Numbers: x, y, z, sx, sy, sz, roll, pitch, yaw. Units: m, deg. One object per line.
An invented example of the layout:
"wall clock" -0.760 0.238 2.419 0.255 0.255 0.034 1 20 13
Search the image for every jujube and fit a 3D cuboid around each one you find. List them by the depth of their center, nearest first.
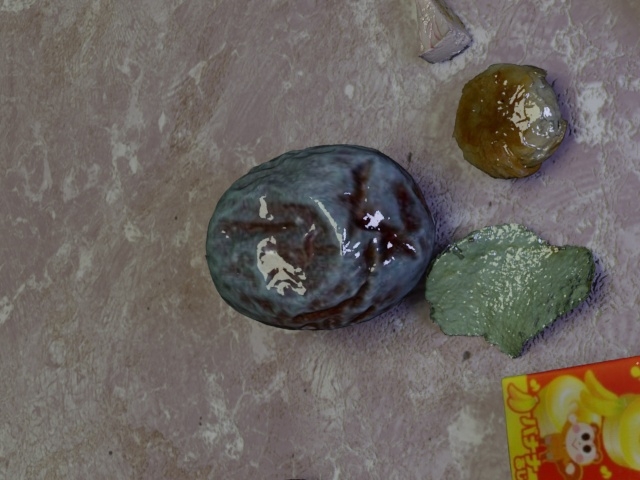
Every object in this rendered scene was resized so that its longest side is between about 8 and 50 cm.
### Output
"jujube" 0.005 -0.003 1.558 0.308 0.215 0.247 3 94 37

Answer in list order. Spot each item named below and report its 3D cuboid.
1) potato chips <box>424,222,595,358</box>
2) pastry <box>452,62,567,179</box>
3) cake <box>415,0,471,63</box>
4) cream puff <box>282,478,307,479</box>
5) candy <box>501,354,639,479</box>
"potato chips" 0.234 0.063 1.454 0.228 0.059 0.167 14 97 37
"pastry" 0.234 -0.149 1.474 0.153 0.081 0.153 -6 81 36
"cake" 0.159 -0.306 1.591 0.065 0.052 0.121 -24 66 41
"cream puff" -0.045 0.399 1.617 0.149 0.084 0.149 -8 79 42
"candy" 0.342 0.206 1.313 0.276 0.088 0.146 -18 70 38
